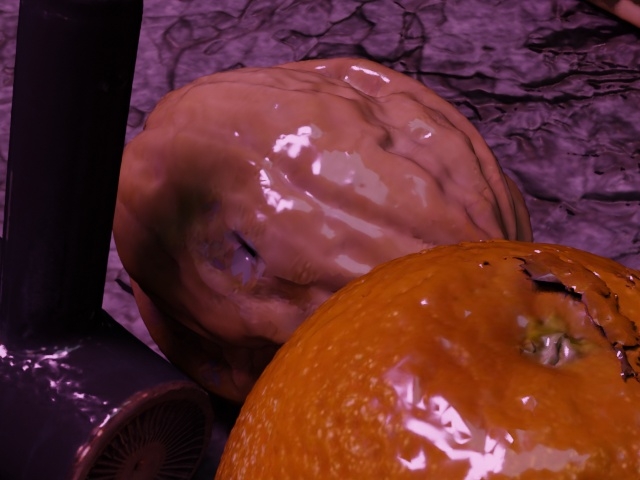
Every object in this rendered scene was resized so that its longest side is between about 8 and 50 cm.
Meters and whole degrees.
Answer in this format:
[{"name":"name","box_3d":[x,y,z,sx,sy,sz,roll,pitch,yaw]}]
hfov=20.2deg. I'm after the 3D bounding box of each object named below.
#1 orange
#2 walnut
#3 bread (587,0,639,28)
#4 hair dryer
[{"name":"orange","box_3d":[0.080,0.132,0.767,0.274,0.274,0.274,2,43,-2]},{"name":"walnut","box_3d":[0.000,0.000,0.957,0.245,0.198,0.198,25,47,27]},{"name":"bread","box_3d":[0.257,-0.273,1.266,0.315,0.211,0.270,39,45,22]},{"name":"hair dryer","box_3d":[-0.135,-0.032,0.869,0.189,0.352,0.107,33,39,29]}]
